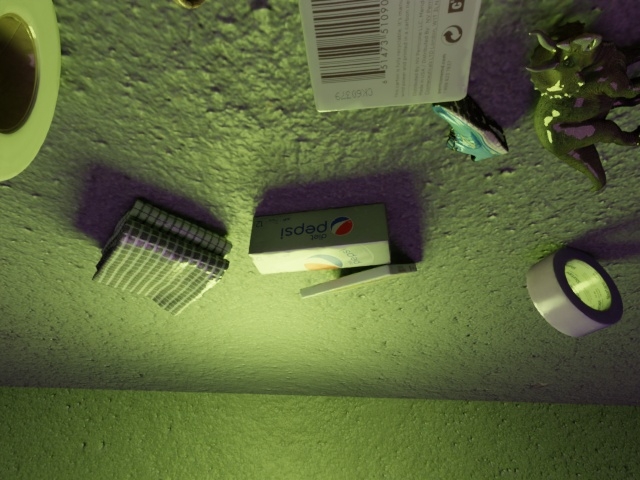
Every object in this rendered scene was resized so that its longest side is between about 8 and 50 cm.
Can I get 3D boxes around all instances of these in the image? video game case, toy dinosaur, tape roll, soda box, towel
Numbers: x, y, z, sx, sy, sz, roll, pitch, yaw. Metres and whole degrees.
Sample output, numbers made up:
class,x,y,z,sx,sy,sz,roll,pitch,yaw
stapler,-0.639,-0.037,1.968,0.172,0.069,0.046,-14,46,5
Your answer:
class,x,y,z,sx,sy,sz,roll,pitch,yaw
video game case,0.096,0.096,0.963,0.227,0.026,0.206,-19,169,27
toy dinosaur,0.369,-0.190,0.560,0.160,0.121,0.313,-1,152,25
tape roll,0.573,0.115,0.910,0.189,0.189,0.080,13,144,-16
soda box,0.000,0.000,0.842,0.286,0.098,0.091,-6,146,10
tape roll,-0.420,-0.201,0.429,0.169,0.246,0.246,12,145,-14
towel,-0.366,0.055,0.916,0.235,0.121,0.283,24,140,-29

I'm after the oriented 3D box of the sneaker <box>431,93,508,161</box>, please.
class,x,y,z,sx,sy,sz,roll,pitch,yaw
sneaker,0.221,-0.165,0.621,0.162,0.063,0.073,27,142,-32

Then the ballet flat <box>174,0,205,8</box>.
class,x,y,z,sx,sy,sz,roll,pitch,yaw
ballet flat,-0.063,-0.328,0.339,0.316,0.107,0.106,-27,95,45

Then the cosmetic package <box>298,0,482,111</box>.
class,x,y,z,sx,sy,sz,roll,pitch,yaw
cosmetic package,0.062,-0.248,0.393,0.151,0.184,0.151,-3,146,7
